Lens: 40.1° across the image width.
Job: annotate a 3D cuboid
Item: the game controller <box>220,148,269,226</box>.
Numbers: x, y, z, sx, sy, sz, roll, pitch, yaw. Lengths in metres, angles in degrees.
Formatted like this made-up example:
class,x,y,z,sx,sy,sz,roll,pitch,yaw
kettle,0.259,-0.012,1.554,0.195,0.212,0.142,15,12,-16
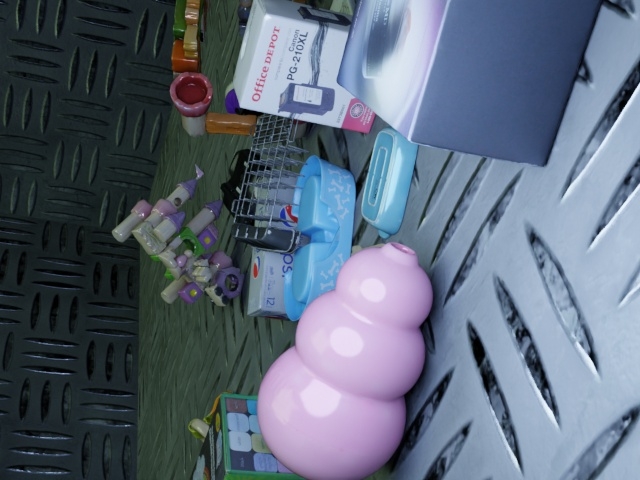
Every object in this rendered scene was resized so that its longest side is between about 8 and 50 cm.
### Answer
class,x,y,z,sx,sy,sz,roll,pitch,yaw
game controller,-0.193,-0.139,2.261,0.167,0.067,0.319,-63,21,8

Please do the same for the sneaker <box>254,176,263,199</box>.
class,x,y,z,sx,sy,sz,roll,pitch,yaw
sneaker,-0.090,-0.093,1.919,0.077,0.072,0.178,-54,38,31

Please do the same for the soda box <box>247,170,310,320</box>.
class,x,y,z,sx,sy,sz,roll,pitch,yaw
soda box,-0.079,0.012,1.760,0.091,0.098,0.287,149,127,-64

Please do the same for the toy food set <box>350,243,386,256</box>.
class,x,y,z,sx,sy,sz,roll,pitch,yaw
toy food set,0.074,0.102,1.370,0.132,0.038,0.192,-10,67,64

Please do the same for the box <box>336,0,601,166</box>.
class,x,y,z,sx,sy,sz,roll,pitch,yaw
box,0.167,-0.278,1.021,0.294,0.182,0.296,-125,47,-63

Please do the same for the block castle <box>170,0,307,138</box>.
class,x,y,z,sx,sy,sz,roll,pitch,yaw
block castle,-0.155,-0.447,1.848,0.213,0.302,0.454,103,169,-68

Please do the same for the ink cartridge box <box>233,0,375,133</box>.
class,x,y,z,sx,sy,sz,roll,pitch,yaw
ink cartridge box,-0.011,-0.294,1.471,0.100,0.237,0.172,-108,31,-54

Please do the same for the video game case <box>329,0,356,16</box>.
class,x,y,z,sx,sy,sz,roll,pitch,yaw
video game case,0.036,-0.418,1.738,0.157,0.019,0.143,-100,26,-45

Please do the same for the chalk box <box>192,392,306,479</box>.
class,x,y,z,sx,sy,sz,roll,pitch,yaw
chalk box,-0.104,0.390,1.538,0.180,0.179,0.289,-103,29,-50

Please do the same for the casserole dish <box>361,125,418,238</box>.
class,x,y,z,sx,sy,sz,roll,pitch,yaw
casserole dish,0.103,-0.097,1.359,0.114,0.036,0.189,-140,59,-70

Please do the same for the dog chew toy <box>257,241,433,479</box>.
class,x,y,z,sx,sy,sz,roll,pitch,yaw
dog chew toy,0.045,0.158,1.176,0.332,0.206,0.207,-68,21,16

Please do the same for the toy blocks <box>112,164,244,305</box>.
class,x,y,z,sx,sy,sz,roll,pitch,yaw
toy blocks,-0.320,-0.011,2.295,0.309,0.289,0.260,-4,36,51

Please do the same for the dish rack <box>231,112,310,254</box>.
class,x,y,z,sx,sy,sz,roll,pitch,yaw
dish rack,-0.089,-0.117,1.633,0.208,0.074,0.272,6,84,63

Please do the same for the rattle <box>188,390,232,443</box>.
class,x,y,z,sx,sy,sz,roll,pitch,yaw
rattle,-0.209,0.453,2.061,0.199,0.142,0.130,6,120,57

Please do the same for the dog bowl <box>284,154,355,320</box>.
class,x,y,z,sx,sy,sz,roll,pitch,yaw
dog bowl,0.000,0.000,1.567,0.166,0.074,0.297,159,119,-69

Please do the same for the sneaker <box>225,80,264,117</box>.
class,x,y,z,sx,sy,sz,roll,pitch,yaw
sneaker,-0.180,-0.337,2.221,0.293,0.102,0.146,142,133,-65
